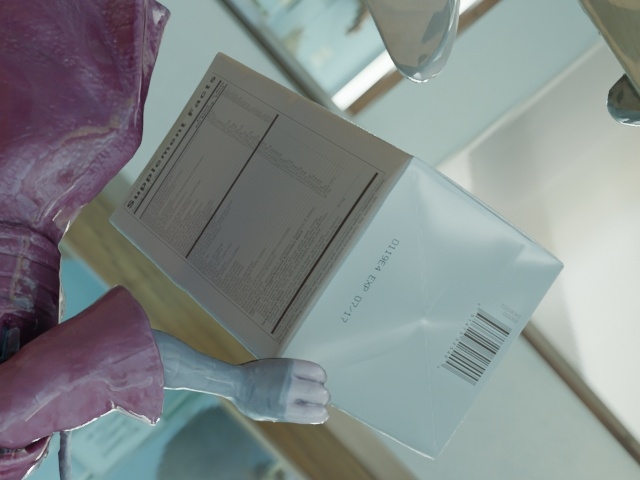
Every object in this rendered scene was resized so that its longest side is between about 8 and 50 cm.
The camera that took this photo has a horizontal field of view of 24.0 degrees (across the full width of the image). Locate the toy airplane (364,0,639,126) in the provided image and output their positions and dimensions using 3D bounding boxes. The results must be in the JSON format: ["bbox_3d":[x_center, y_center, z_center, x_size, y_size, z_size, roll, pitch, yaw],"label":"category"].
[{"bbox_3d":[0.186,-0.248,0.960,0.384,0.272,0.386,19,-81,35],"label":"toy airplane"}]

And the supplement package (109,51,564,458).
[{"bbox_3d":[0.000,0.000,0.901,0.139,0.134,0.244,-56,-145,2],"label":"supplement package"}]

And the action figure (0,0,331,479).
[{"bbox_3d":[-0.172,0.014,0.738,0.248,0.276,0.370,-21,-117,30],"label":"action figure"}]
